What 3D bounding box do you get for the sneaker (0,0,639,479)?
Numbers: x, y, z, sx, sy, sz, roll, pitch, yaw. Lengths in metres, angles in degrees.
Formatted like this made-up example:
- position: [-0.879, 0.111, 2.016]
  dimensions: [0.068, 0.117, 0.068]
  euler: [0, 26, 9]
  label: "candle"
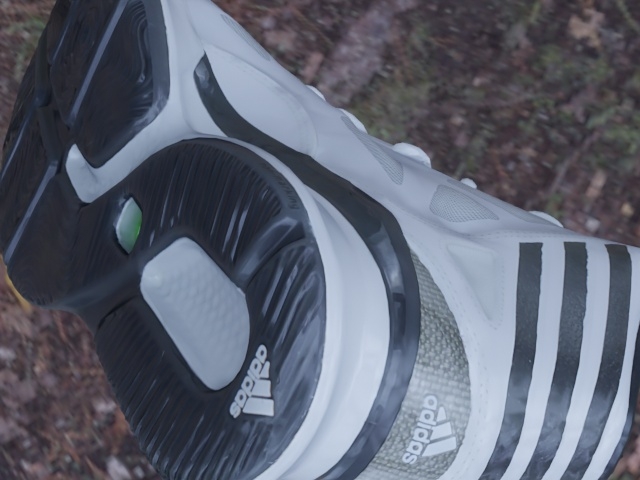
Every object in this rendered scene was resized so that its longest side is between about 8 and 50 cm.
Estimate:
- position: [0.000, 0.001, 0.779]
  dimensions: [0.257, 0.447, 0.169]
  euler: [17, 109, -30]
  label: "sneaker"
